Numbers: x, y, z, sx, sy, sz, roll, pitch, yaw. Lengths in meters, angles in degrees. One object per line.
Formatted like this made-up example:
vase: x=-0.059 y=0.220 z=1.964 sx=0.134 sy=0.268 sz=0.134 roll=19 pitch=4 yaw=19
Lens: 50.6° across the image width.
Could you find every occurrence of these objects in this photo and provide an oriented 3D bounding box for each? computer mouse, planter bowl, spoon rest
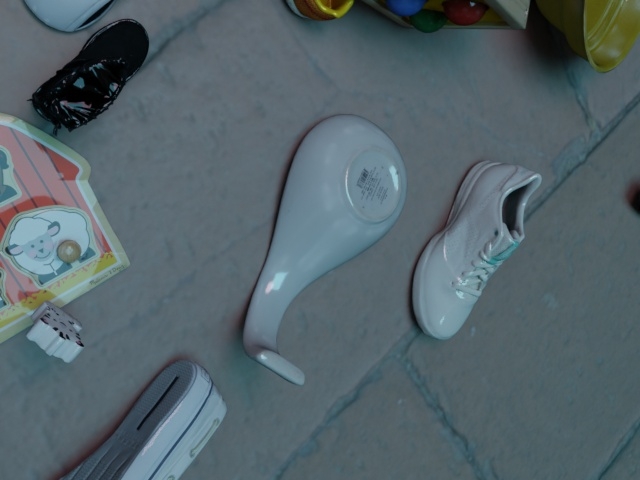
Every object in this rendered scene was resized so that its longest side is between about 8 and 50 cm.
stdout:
computer mouse: x=-0.155 y=-0.245 z=0.542 sx=0.106 sy=0.042 sz=0.193 roll=45 pitch=76 yaw=-28
planter bowl: x=0.292 y=-0.297 z=0.732 sx=0.217 sy=0.090 sz=0.217 roll=-27 pitch=128 yaw=-42
spoon rest: x=0.000 y=0.000 z=0.657 sx=0.137 sy=0.084 sz=0.276 roll=40 pitch=66 yaw=-29

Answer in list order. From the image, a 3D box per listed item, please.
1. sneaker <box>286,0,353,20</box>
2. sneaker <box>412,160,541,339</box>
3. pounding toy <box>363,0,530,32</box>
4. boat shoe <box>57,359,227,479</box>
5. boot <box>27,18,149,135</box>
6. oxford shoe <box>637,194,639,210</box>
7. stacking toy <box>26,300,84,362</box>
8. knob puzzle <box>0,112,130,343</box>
sneaker: x=-0.017 y=-0.272 z=0.579 sx=0.064 sy=0.067 sz=0.175 roll=-50 pitch=132 yaw=-21
sneaker: x=0.172 y=0.012 z=0.732 sx=0.080 sy=0.094 sz=0.212 roll=24 pitch=87 yaw=-31
pounding toy: x=0.116 y=-0.238 z=0.566 sx=0.206 sy=0.181 sz=0.094 roll=-1 pitch=100 yaw=-59
boat shoe: x=-0.160 y=0.212 z=0.583 sx=0.226 sy=0.083 sz=0.075 roll=-48 pitch=125 yaw=-21
boot: x=-0.169 y=-0.129 z=0.520 sx=0.121 sy=0.099 sz=0.045 roll=-44 pitch=117 yaw=-15
oxford shoe: x=0.516 y=-0.066 z=0.927 sx=0.227 sy=0.083 sz=0.096 roll=4 pitch=74 yaw=-27
stacking toy: x=-0.307 y=0.078 z=0.485 sx=0.221 sy=0.052 sz=0.167 roll=41 pitch=92 yaw=-27
knob puzzle: x=-0.267 y=-0.016 z=0.525 sx=0.213 sy=0.030 sz=0.213 roll=-5 pitch=101 yaw=-27
